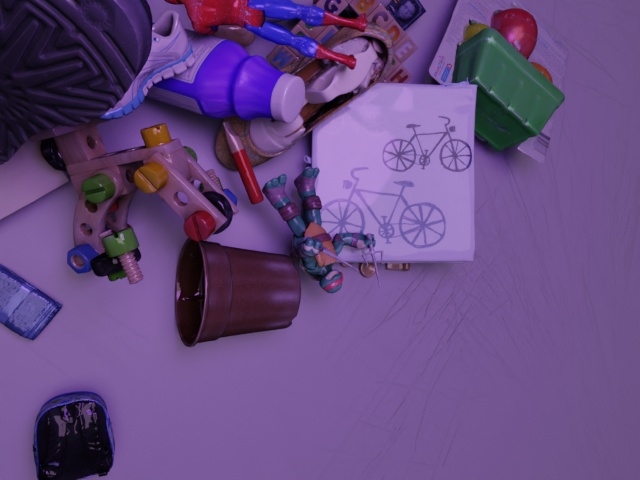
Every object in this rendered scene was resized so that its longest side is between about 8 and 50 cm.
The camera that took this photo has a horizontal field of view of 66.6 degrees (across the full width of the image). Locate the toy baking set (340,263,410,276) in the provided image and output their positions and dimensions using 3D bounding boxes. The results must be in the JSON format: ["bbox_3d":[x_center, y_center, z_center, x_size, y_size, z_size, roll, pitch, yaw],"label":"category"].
[{"bbox_3d":[0.105,-0.048,0.948,0.196,0.030,0.257,-22,96,-22],"label":"toy baking set"}]

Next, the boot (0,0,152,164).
[{"bbox_3d":[-0.259,-0.325,0.569,0.146,0.366,0.446,46,46,-40],"label":"boot"}]

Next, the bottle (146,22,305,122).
[{"bbox_3d":[-0.160,-0.246,0.733,0.282,0.092,0.118,20,66,18],"label":"bottle"}]

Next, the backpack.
[{"bbox_3d":[-0.357,0.279,0.705,0.104,0.084,0.115,-6,95,-24],"label":"backpack"}]

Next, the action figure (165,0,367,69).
[{"bbox_3d":[-0.083,-0.330,0.710,0.280,0.139,0.092,10,122,-11],"label":"action figure"}]

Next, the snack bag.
[{"bbox_3d":[0.128,-0.127,0.896,0.322,0.037,0.343,0,92,-6],"label":"snack bag"}]

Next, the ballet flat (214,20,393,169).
[{"bbox_3d":[-0.026,-0.229,0.792,0.348,0.123,0.123,-37,103,2],"label":"ballet flat"}]

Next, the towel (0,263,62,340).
[{"bbox_3d":[-0.448,0.087,0.706,0.119,0.029,0.067,40,73,-17],"label":"towel"}]

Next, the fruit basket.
[{"bbox_3d":[0.392,-0.382,1.045,0.326,0.165,0.353,31,60,-19],"label":"fruit basket"}]

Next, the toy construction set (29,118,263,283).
[{"bbox_3d":[-0.239,-0.111,0.689,0.308,0.257,0.238,-33,110,-43],"label":"toy construction set"}]

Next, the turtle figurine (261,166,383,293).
[{"bbox_3d":[0.000,0.000,0.799,0.175,0.118,0.234,-18,79,-60],"label":"turtle figurine"}]

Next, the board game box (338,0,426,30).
[{"bbox_3d":[0.078,-0.499,0.952,0.165,0.042,0.243,-46,105,-19],"label":"board game box"}]

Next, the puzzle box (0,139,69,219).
[{"bbox_3d":[-0.575,-0.086,0.595,0.408,0.052,0.272,-36,123,-21],"label":"puzzle box"}]

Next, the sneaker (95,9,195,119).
[{"bbox_3d":[-0.241,-0.230,0.618,0.071,0.083,0.191,27,60,14],"label":"sneaker"}]

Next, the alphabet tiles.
[{"bbox_3d":[0.054,-0.321,0.866,0.198,0.009,0.237,-39,134,22],"label":"alphabet tiles"}]

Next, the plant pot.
[{"bbox_3d":[-0.131,0.080,0.780,0.165,0.167,0.167,3,86,-31],"label":"plant pot"}]

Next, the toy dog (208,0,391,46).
[{"bbox_3d":[-0.061,-0.434,0.833,0.333,0.220,0.161,7,46,-27],"label":"toy dog"}]
